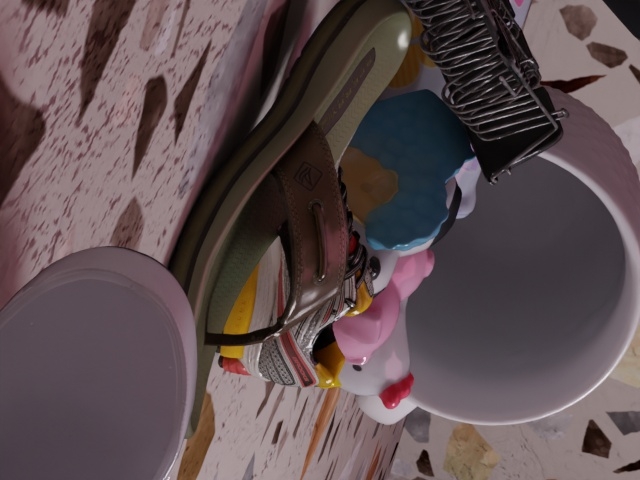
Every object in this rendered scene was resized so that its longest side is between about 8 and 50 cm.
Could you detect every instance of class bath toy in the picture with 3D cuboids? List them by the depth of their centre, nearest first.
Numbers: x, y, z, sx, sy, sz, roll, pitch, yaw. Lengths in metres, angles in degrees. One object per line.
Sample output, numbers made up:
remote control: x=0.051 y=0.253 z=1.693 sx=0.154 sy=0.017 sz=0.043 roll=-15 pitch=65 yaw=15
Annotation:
bath toy: x=0.037 y=0.030 z=1.498 sx=0.348 sy=0.151 sz=0.129 roll=99 pitch=-32 yaw=-62

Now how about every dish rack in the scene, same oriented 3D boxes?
dish rack: x=0.090 y=-0.161 z=1.271 sx=0.271 sy=0.074 sz=0.208 roll=29 pitch=37 yaw=-75

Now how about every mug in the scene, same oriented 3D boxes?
mug: x=0.150 y=0.021 z=1.862 sx=0.374 sy=0.276 sz=0.328 roll=-56 pitch=-177 yaw=22

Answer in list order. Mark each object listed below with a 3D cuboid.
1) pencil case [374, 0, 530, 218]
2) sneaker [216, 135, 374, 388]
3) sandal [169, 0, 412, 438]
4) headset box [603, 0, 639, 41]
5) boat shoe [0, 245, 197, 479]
pencil case: x=0.108 y=-0.156 z=1.584 sx=0.124 sy=0.113 sz=0.273 roll=3 pitch=108 yaw=-51
sneaker: x=0.000 y=0.000 z=1.296 sx=0.088 sy=0.093 sz=0.225 roll=-56 pitch=162 yaw=-58
sandal: x=-0.012 y=-0.016 z=1.139 sx=0.303 sy=0.086 sz=0.120 roll=-59 pitch=168 yaw=-16
headset box: x=0.277 y=-0.272 z=1.150 sx=0.283 sy=0.131 sz=0.246 roll=-35 pitch=174 yaw=-48
boat shoe: x=-0.109 y=0.091 z=0.804 sx=0.084 sy=0.095 sz=0.258 roll=-67 pitch=-176 yaw=-54
